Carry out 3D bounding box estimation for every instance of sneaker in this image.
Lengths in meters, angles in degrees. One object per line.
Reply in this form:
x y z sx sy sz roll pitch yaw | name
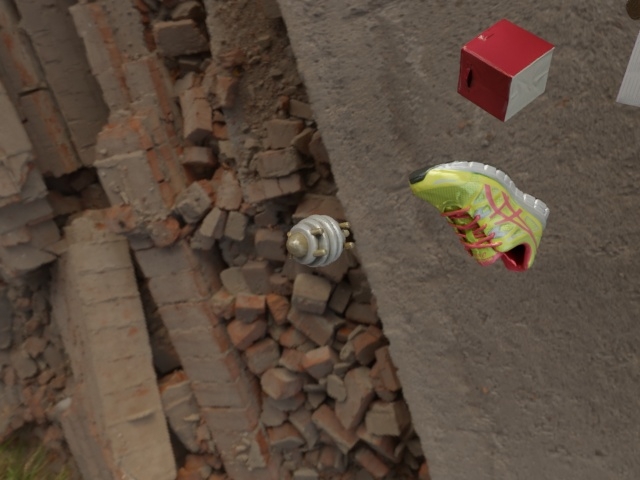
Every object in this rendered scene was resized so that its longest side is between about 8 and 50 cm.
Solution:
0.181 -0.022 0.657 0.209 0.094 0.082 20 164 -30 | sneaker
0.422 -0.302 0.697 0.067 0.118 0.042 -26 95 0 | sneaker

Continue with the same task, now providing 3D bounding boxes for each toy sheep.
0.000 0.000 0.924 0.091 0.132 0.091 8 101 46 | toy sheep

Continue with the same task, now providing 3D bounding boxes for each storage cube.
0.553 -0.512 1.773 0.193 0.215 0.183 45 162 30 | storage cube

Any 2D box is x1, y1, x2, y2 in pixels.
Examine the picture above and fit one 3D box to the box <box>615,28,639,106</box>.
0.781 -0.481 1.387 0.067 0.063 0.323 18 117 24 | box
